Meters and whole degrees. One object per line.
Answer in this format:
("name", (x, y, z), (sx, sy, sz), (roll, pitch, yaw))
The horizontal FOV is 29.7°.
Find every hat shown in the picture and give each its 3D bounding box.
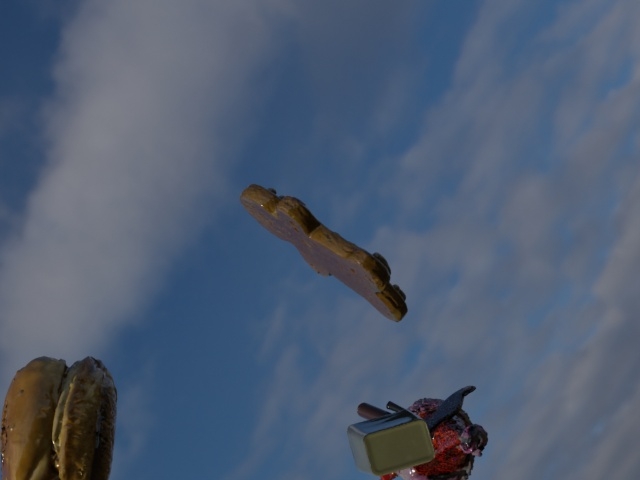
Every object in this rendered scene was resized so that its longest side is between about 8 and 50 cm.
("hat", (0.158, 0.265, 1.574), (0.140, 0.129, 0.227), (-12, -10, -12))

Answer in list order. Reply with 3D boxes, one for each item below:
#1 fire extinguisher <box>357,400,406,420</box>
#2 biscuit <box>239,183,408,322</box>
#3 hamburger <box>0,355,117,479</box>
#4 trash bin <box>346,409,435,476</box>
("fire extinguisher", (0.134, 0.326, 2.228), (0.049, 0.173, 0.035), (-44, -58, -22))
("biscuit", (0.000, 0.000, 1.754), (0.049, 0.301, 0.197), (-48, -31, -16))
("hamburger", (-0.401, 0.333, 1.858), (0.174, 0.284, 0.304), (1, -32, -10))
("trash bin", (0.059, 0.170, 1.004), (0.061, 0.043, 0.092), (-15, -4, -5))
